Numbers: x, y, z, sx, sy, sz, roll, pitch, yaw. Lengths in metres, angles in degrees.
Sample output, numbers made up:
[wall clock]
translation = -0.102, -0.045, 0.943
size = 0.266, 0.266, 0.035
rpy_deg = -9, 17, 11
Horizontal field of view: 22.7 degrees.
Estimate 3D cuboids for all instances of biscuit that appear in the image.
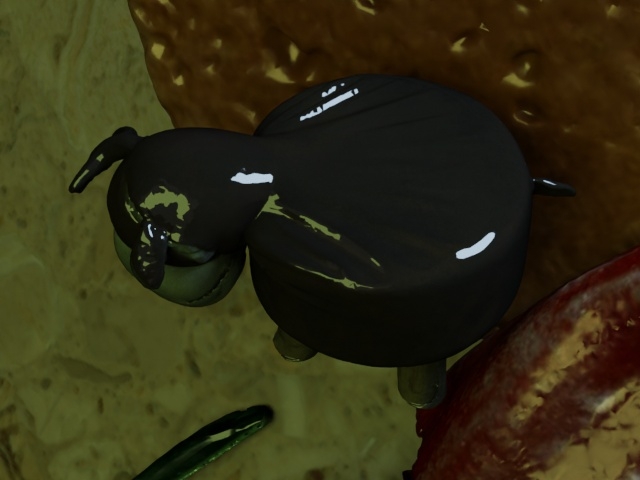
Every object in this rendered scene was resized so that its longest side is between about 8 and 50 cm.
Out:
[biscuit]
translation = 0.044, -0.167, 0.726
size = 0.350, 0.078, 0.455
rpy_deg = 6, 117, 21

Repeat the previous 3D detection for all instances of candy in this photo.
[candy]
translation = -0.151, 0.186, 0.963
size = 0.323, 0.097, 0.097
rpy_deg = -37, 76, 23

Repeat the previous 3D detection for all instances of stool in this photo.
[stool]
translation = 0.000, 0.000, 0.704
size = 0.121, 0.217, 0.125
rpy_deg = 94, 173, -52

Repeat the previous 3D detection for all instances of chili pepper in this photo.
[chili pepper]
translation = 0.149, 0.061, 0.703
size = 0.253, 0.136, 0.144
rpy_deg = -53, 54, 34
